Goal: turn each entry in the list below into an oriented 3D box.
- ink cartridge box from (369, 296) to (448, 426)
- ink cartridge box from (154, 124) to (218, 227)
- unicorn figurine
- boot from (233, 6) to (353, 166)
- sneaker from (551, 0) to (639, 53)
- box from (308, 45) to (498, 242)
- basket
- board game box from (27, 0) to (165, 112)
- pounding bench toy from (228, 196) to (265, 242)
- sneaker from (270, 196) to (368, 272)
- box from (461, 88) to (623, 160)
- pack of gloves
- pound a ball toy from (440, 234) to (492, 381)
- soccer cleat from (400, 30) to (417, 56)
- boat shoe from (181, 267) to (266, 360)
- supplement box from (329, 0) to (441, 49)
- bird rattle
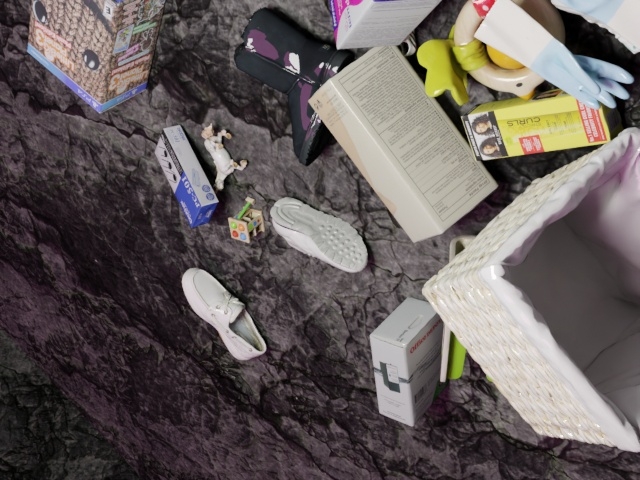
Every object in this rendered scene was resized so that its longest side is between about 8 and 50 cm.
[{"bbox_3d":[0.182,0.241,1.703,0.087,0.153,0.208,16,128,34],"label":"ink cartridge box"},{"bbox_3d":[-0.296,-0.141,1.863,0.207,0.046,0.097,62,148,17],"label":"ink cartridge box"},{"bbox_3d":[-0.211,-0.171,1.820,0.111,0.060,0.161,-7,101,55],"label":"unicorn figurine"},{"bbox_3d":[-0.063,-0.284,1.563,0.207,0.094,0.246,30,129,16],"label":"boot"},{"bbox_3d":[0.414,-0.300,1.151,0.212,0.080,0.094,18,142,30],"label":"sneaker"},{"bbox_3d":[0.138,-0.163,1.421,0.311,0.148,0.121,54,160,-4],"label":"box"},{"bbox_3d":[0.389,0.080,1.233,0.331,0.328,0.266,50,161,-2],"label":"basket"},{"bbox_3d":[-0.468,-0.459,1.757,0.232,0.141,0.291,39,138,12],"label":"board game box"},{"bbox_3d":[-0.167,-0.047,1.860,0.052,0.065,0.083,17,129,33],"label":"pounding bench toy"},{"bbox_3d":[0.000,0.000,1.748,0.235,0.090,0.094,35,150,22],"label":"sneaker"},{"bbox_3d":[0.340,-0.182,1.312,0.232,0.058,0.087,-4,116,42],"label":"box"},{"bbox_3d":[0.344,-0.274,1.128,0.232,0.046,0.195,31,141,-1],"label":"pack of gloves"},{"bbox_3d":[0.330,0.149,1.545,0.208,0.135,0.319,4,126,9],"label":"pound a ball toy"},{"bbox_3d":[0.139,-0.342,1.387,0.029,0.036,0.083,11,127,36],"label":"soccer cleat"},{"bbox_3d":[-0.223,0.172,2.059,0.096,0.098,0.277,-17,117,47],"label":"boat shoe"},{"bbox_3d":[0.094,-0.373,1.260,0.220,0.114,0.111,151,111,-77],"label":"supplement box"},{"bbox_3d":[0.265,-0.320,1.263,0.207,0.143,0.253,27,123,8],"label":"bird rattle"}]
